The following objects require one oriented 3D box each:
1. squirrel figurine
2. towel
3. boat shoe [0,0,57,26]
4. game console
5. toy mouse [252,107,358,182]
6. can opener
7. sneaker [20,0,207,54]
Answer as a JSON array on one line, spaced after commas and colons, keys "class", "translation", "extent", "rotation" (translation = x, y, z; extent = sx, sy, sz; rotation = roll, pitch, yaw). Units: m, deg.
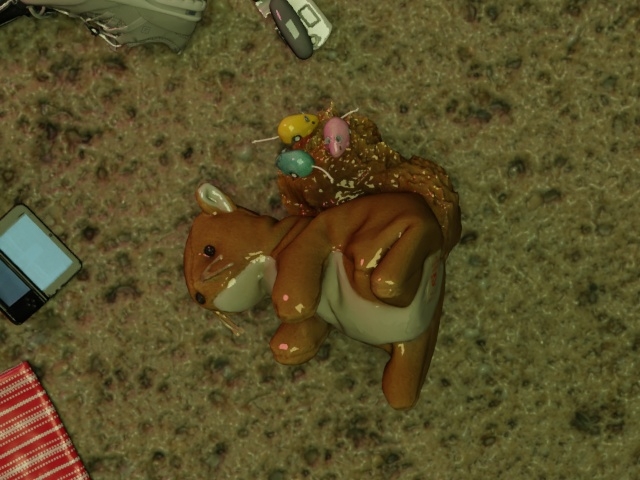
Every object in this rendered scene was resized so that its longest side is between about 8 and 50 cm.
[{"class": "squirrel figurine", "translation": [0.000, 0.000, 1.583], "extent": [0.371, 0.281, 0.397], "rotation": [10, 55, 21]}, {"class": "towel", "translation": [-0.486, 0.352, 1.688], "extent": [0.199, 0.031, 0.274], "rotation": [-26, 96, -1]}, {"class": "boat shoe", "translation": [-0.423, -0.378, 1.589], "extent": [0.301, 0.108, 0.102], "rotation": [-43, 94, -5]}, {"class": "game console", "translation": [-0.461, 0.035, 1.634], "extent": [0.144, 0.124, 0.085], "rotation": [46, 118, -5]}, {"class": "toy mouse", "translation": [-0.011, -0.135, 1.502], "extent": [0.161, 0.143, 0.031], "rotation": [-24, 138, 2]}, {"class": "can opener", "translation": [-0.085, -0.398, 1.610], "extent": [0.074, 0.093, 0.280], "rotation": [-38, 91, 2]}, {"class": "sneaker", "translation": [-0.306, -0.327, 1.557], "extent": [0.281, 0.105, 0.115], "rotation": [6, 120, -26]}]
